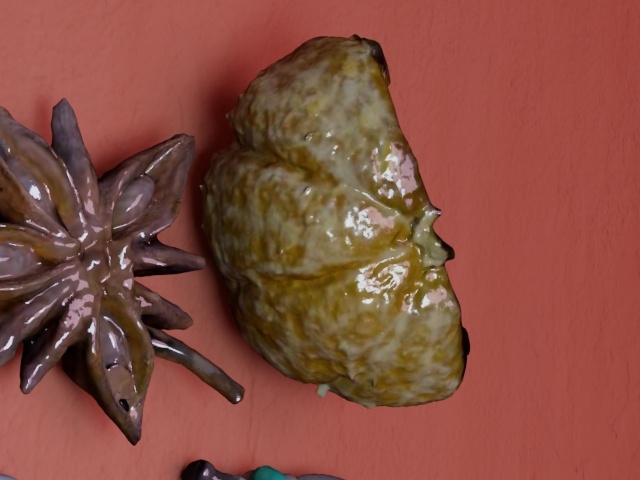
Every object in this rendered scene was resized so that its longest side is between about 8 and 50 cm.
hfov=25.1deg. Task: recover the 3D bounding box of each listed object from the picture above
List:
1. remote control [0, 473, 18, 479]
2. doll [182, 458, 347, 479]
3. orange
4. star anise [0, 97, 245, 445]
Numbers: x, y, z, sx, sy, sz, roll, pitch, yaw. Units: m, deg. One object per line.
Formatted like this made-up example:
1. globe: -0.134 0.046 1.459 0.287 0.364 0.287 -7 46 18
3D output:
1. remote control: -0.290 0.304 1.147 0.087 0.047 0.244 40 59 -43
2. doll: -0.020 0.292 1.409 0.195 0.153 0.258 -36 97 -26
3. orange: 0.000 0.000 1.383 0.210 0.271 0.369 -22 108 -8
4. star anise: -0.207 0.026 1.234 0.349 0.109 0.293 7 88 -38
